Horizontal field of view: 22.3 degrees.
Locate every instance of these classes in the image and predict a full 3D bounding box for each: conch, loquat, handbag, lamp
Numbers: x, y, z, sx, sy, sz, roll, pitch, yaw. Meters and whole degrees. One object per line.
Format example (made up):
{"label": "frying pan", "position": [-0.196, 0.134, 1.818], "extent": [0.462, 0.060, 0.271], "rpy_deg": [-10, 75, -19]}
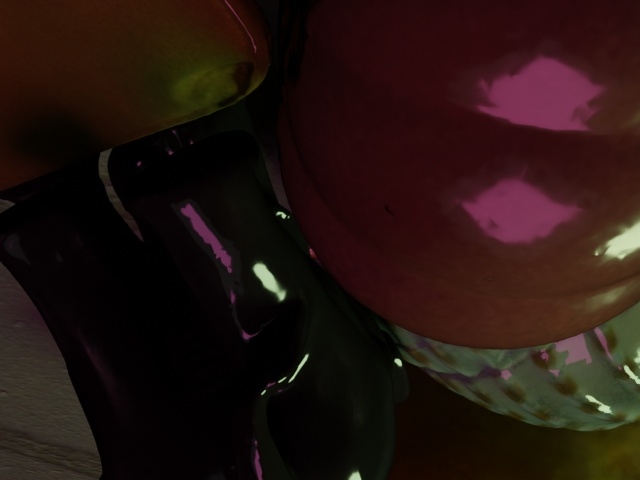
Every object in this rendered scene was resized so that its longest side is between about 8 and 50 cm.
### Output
{"label": "conch", "position": [0.122, -0.002, 1.003], "extent": [0.319, 0.215, 0.303], "rpy_deg": [-16, 137, 27]}
{"label": "loquat", "position": [0.144, 0.159, 1.223], "extent": [0.284, 0.276, 0.276], "rpy_deg": [10, 164, 44]}
{"label": "handbag", "position": [-0.242, -0.144, 0.829], "extent": [0.401, 0.133, 0.283], "rpy_deg": [-16, 143, 28]}
{"label": "lamp", "position": [0.103, -0.101, 0.706], "extent": [0.240, 0.305, 0.305], "rpy_deg": [9, 152, -1]}

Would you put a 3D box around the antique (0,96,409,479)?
{"label": "antique", "position": [-0.064, 0.056, 0.913], "extent": [0.185, 0.322, 0.255], "rpy_deg": [-29, 108, -1]}

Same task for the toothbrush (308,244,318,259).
{"label": "toothbrush", "position": [-0.001, 0.002, 1.190], "extent": [0.321, 0.031, 0.023], "rpy_deg": [-7, 123, 14]}
